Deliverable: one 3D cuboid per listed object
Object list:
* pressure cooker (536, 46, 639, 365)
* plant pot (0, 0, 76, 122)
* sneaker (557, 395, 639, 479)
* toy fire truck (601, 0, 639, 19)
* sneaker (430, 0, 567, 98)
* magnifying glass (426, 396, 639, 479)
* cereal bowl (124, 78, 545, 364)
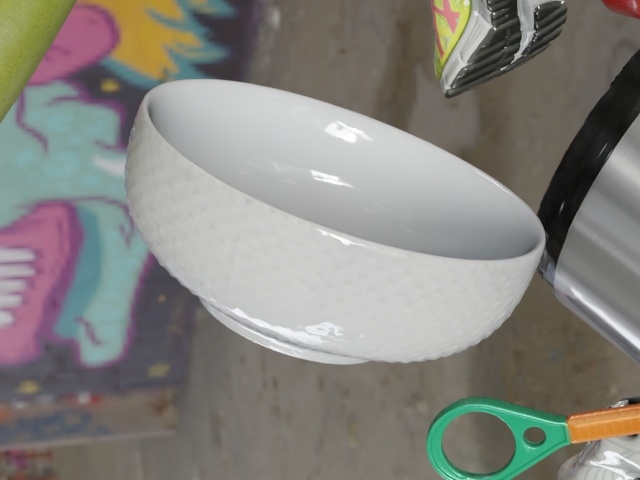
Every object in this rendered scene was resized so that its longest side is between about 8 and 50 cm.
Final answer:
[{"bbox_3d":[0.436,0.008,1.337,0.420,0.375,0.369,41,125,21],"label":"pressure cooker"},{"bbox_3d":[-0.314,-0.152,1.151,0.293,0.275,0.275,-70,21,4],"label":"plant pot"},{"bbox_3d":[0.334,0.224,1.764,0.118,0.110,0.292,52,156,-3],"label":"sneaker"},{"bbox_3d":[0.270,-0.269,1.049,0.169,0.302,0.253,20,91,34],"label":"toy fire truck"},{"bbox_3d":[0.098,-0.165,0.999,0.094,0.081,0.208,56,162,19],"label":"sneaker"},{"bbox_3d":[0.217,0.186,1.588,0.026,0.231,0.092,-65,-37,-68],"label":"magnifying glass"},{"bbox_3d":[0.000,0.000,1.295,0.339,0.339,0.141,-126,50,-59],"label":"cereal bowl"}]
